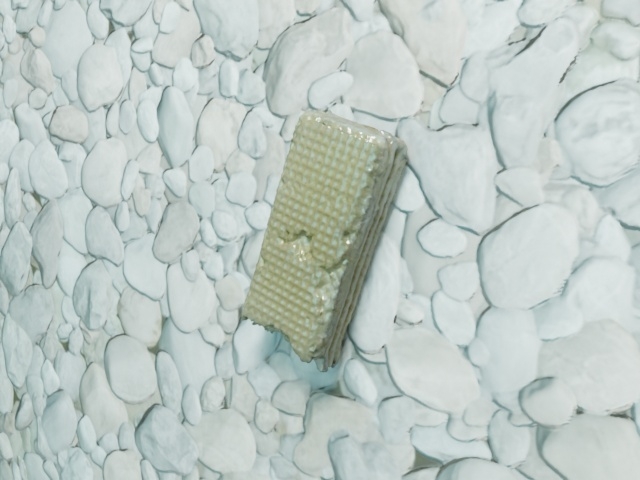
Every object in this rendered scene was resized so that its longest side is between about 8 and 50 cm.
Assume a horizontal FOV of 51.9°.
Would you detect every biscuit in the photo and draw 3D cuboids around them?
[{"bbox_3d":[0.000,0.000,0.639,0.108,0.061,0.239,27,108,31],"label":"biscuit"}]
